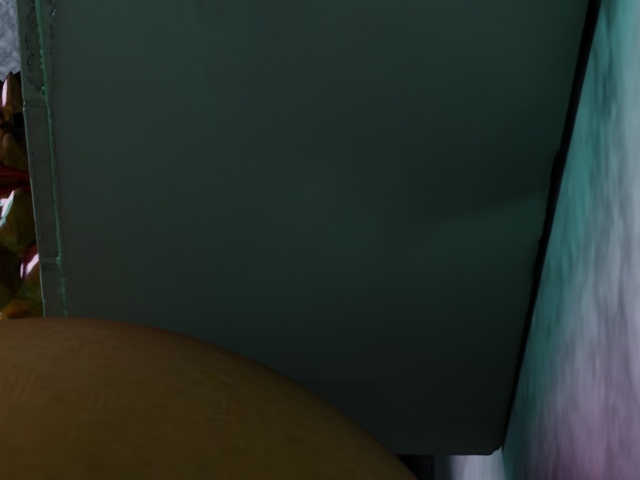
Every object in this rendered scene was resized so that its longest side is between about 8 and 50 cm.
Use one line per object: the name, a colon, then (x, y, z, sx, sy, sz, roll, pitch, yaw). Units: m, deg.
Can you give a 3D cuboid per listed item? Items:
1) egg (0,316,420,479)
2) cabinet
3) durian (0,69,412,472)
egg: (-0.062, 0.144, 0.376, 0.322, 0.250, 0.250, -89, 2, -72)
cabinet: (-0.012, -0.056, 0.502, 0.145, 0.150, 0.206, -92, 4, -47)
durian: (-0.114, 0.081, 0.776, 0.384, 0.347, 0.348, 180, 93, -77)
